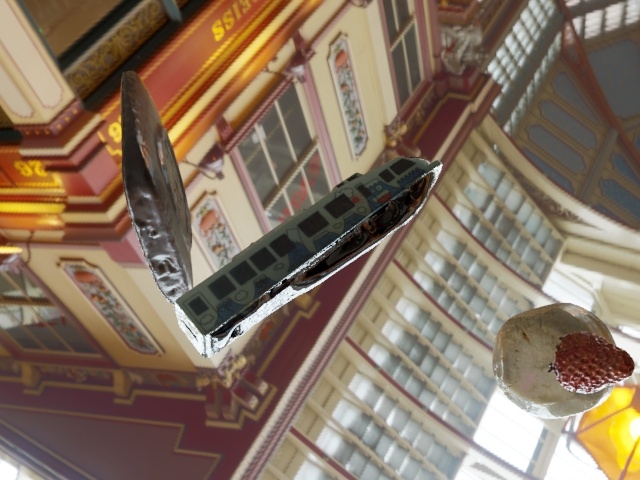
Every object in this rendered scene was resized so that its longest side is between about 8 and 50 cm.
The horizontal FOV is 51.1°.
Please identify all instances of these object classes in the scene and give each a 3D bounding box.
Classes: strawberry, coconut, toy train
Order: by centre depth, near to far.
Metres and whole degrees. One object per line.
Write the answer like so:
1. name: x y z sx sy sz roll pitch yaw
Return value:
1. toy train: 0.000 0.000 0.441 0.207 0.043 0.047 -34 -109 -23
2. strawberry: 0.292 0.134 0.719 0.083 0.073 0.073 12 -127 47
3. coconut: 0.457 0.231 1.304 0.227 0.230 0.227 -3 -95 34

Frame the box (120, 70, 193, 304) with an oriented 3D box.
1. box: -0.163 -0.053 0.672 0.042 0.212 0.201 -12 -136 -5
